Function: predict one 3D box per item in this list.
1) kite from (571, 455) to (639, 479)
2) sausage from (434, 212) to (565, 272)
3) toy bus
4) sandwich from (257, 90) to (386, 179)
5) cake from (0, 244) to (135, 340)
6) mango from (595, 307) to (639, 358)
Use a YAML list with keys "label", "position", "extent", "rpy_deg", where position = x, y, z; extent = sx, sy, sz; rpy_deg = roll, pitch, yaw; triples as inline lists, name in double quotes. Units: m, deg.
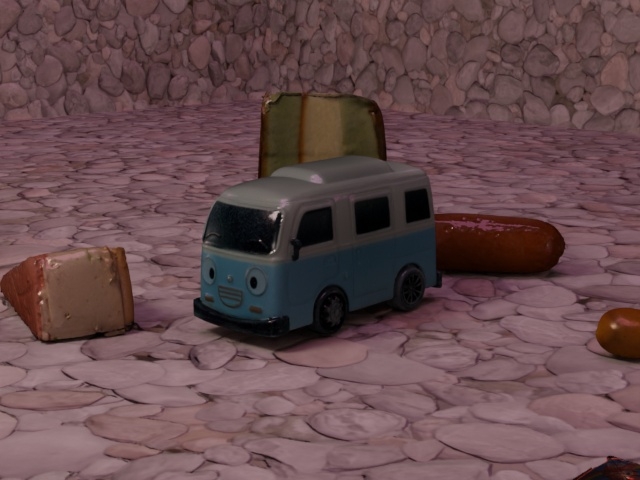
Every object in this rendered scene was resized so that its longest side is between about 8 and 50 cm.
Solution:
- label: "kite"
  position: [0.215, 0.178, 0.766]
  extent: [0.190, 0.010, 0.159]
  rpy_deg: [-3, 14, -1]
- label: "sausage"
  position: [0.199, 0.004, 1.428]
  extent: [0.198, 0.076, 0.076]
  rpy_deg: [3, 13, 12]
- label: "toy bus"
  position: [0.000, 0.000, 1.235]
  extent: [0.133, 0.164, 0.271]
  rpy_deg: [11, 17, 42]
- label: "sandwich"
  position: [0.006, -0.081, 1.464]
  extent: [0.155, 0.227, 0.198]
  rpy_deg: [1, 13, 3]
- label: "cake"
  position: [-0.279, 0.038, 1.266]
  extent: [0.109, 0.090, 0.225]
  rpy_deg: [-10, 14, -23]
- label: "mango"
  position: [0.304, 0.090, 1.097]
  extent: [0.089, 0.046, 0.060]
  rpy_deg: [12, 14, -2]
